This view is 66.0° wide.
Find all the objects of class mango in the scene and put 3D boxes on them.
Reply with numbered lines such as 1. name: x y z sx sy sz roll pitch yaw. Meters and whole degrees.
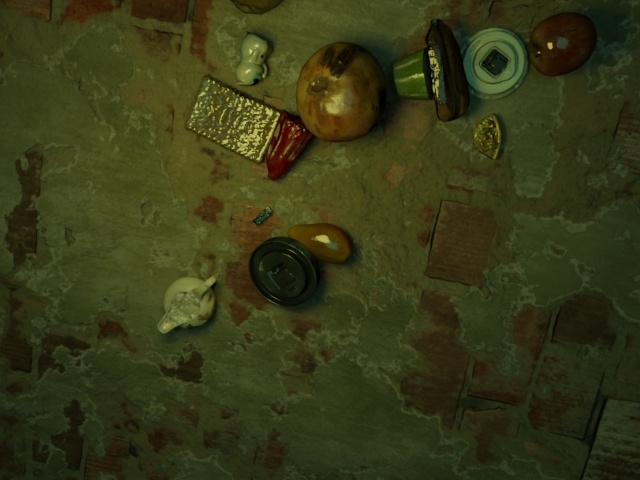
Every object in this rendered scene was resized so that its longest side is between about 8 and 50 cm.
1. mango: 0.000 0.000 1.803 0.254 0.113 0.138 19 109 10

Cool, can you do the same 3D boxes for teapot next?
1. teapot: -0.500 0.234 1.891 0.204 0.139 0.298 41 103 0

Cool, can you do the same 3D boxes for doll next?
1. doll: -0.234 -0.623 1.713 0.107 0.110 0.180 17 104 5

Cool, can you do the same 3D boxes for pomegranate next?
1. pomegranate: 0.068 -0.482 1.618 0.322 0.322 0.321 1 101 6

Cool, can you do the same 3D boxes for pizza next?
1. pizza: 0.578 -0.357 1.705 0.099 0.036 0.159 -4 100 7

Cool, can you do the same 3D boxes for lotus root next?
1. lotus root: 0.428 -0.558 1.613 0.078 0.167 0.329 2 115 44

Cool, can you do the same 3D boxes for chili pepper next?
1. chili pepper: -0.134 -0.331 1.748 0.144 0.136 0.252 37 119 0

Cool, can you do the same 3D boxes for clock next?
1. clock: -0.132 0.117 1.820 0.281 0.055 0.280 10 119 19
2. clock: 0.579 -0.594 1.653 0.237 0.053 0.236 1 99 7

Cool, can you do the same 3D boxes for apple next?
1. apple: 0.763 -0.620 1.557 0.174 0.188 0.188 -20 98 2

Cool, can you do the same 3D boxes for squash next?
1. squash: 0.317 -0.544 1.644 0.123 0.170 0.170 -8 100 23

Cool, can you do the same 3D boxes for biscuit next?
1. biscuit: -0.317 -0.438 1.790 0.325 0.044 0.217 25 102 1

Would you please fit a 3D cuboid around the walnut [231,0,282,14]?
1. walnut: -0.220 -0.889 1.582 0.254 0.277 0.281 6 90 0

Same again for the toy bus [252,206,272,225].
1. toy bus: -0.217 -0.092 1.848 0.083 0.037 0.031 -42 93 11
